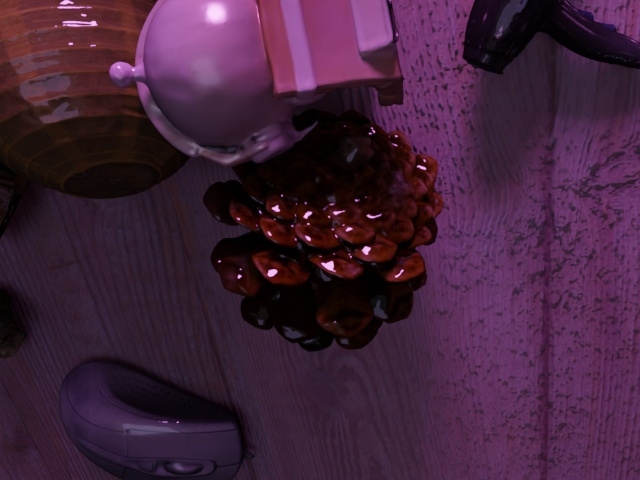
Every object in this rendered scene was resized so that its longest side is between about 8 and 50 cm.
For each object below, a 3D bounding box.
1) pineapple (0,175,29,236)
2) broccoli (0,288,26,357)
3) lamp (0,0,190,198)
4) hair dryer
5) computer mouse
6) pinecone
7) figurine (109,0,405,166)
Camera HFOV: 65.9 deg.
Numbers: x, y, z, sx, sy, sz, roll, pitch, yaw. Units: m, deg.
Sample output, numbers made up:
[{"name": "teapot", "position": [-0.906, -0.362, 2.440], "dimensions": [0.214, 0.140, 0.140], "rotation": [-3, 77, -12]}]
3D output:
[{"name": "pineapple", "position": [-0.506, -0.079, 0.700], "dimensions": [0.186, 0.114, 0.236], "rotation": [-12, 143, 6]}, {"name": "broccoli", "position": [-0.589, 0.157, 0.843], "dimensions": [0.162, 0.145, 0.138], "rotation": [-29, 138, 8]}, {"name": "lamp", "position": [-0.247, -0.185, 0.519], "dimensions": [0.250, 0.250, 0.284], "rotation": [-21, 80, 24]}, {"name": "hair dryer", "position": [0.263, -0.224, 0.463], "dimensions": [0.219, 0.075, 0.195], "rotation": [23, 110, -7]}, {"name": "computer mouse", "position": [-0.298, 0.337, 0.853], "dimensions": [0.371, 0.122, 0.188], "rotation": [16, 119, 4]}, {"name": "pinecone", "position": [0.010, 0.002, 0.536], "dimensions": [0.264, 0.264, 0.264], "rotation": [6, 116, 13]}, {"name": "figurine", "position": [-0.047, -0.150, 0.412], "dimensions": [0.237, 0.141, 0.162], "rotation": [-13, 96, 4]}]
